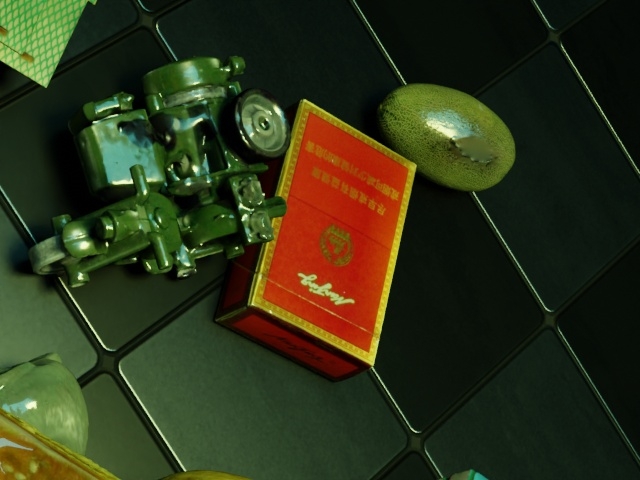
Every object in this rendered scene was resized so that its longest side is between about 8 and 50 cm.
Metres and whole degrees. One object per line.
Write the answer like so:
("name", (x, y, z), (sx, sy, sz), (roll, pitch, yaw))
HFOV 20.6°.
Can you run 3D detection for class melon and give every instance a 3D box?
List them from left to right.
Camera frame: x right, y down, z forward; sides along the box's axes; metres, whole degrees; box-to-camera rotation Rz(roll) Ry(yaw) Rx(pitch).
("melon", (0.131, -0.111, 1.860), (0.162, 0.099, 0.099), (25, 60, -24))

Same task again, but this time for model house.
("model house", (-0.298, -0.255, 1.497), (0.271, 0.206, 0.178), (29, 85, -26))

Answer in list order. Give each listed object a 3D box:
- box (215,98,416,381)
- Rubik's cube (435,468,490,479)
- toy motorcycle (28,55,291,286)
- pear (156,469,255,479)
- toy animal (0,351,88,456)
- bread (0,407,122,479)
("box", (-0.001, 0.000, 1.743), (0.153, 0.074, 0.240), (31, 57, -29))
("Rubik's cube", (0.131, 0.328, 1.664), (0.154, 0.155, 0.151), (36, 56, -22))
("toy motorcycle", (-0.147, -0.065, 1.617), (0.275, 0.127, 0.205), (-11, 80, -39))
("pear", (-0.086, 0.296, 1.478), (0.208, 0.209, 0.209), (13, 66, -33))
("toy animal", (-0.228, 0.210, 1.470), (0.138, 0.108, 0.236), (-26, 91, -40))
("bread", (-0.269, 0.218, 1.352), (0.234, 0.110, 0.184), (29, 86, 4))
